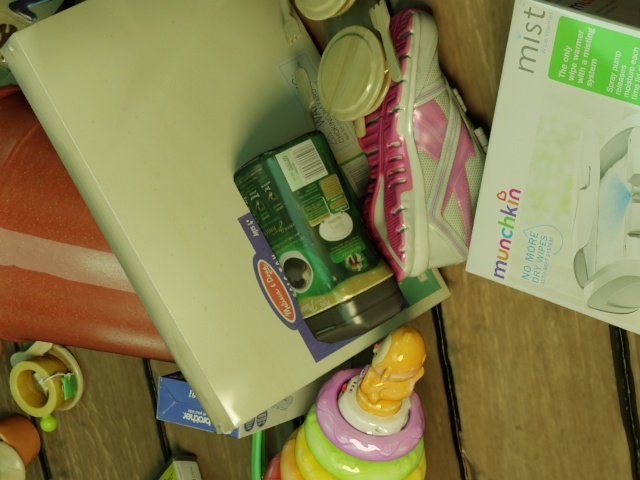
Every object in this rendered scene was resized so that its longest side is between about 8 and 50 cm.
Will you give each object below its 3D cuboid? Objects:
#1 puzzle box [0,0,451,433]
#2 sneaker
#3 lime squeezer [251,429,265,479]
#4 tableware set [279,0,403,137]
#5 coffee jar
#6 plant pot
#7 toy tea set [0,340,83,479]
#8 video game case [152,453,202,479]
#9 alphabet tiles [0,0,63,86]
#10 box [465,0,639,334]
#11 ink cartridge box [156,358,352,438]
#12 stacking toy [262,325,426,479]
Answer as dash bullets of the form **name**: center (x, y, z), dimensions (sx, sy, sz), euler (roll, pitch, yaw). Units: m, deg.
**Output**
- **puzzle box**: center (-0.082, -0.059, 1.592), dimensions (0.409, 0.272, 0.052), euler (61, 151, -1)
- **sneaker**: center (0.099, -0.087, 1.574), dimensions (0.103, 0.111, 0.252), euler (177, 92, -65)
- **lime squeezer**: center (-0.035, 0.307, 1.832), dimensions (0.110, 0.059, 0.310), euler (-25, 93, 37)
- **tableware set**: center (0.026, -0.197, 1.564), dimensions (0.128, 0.039, 0.194), euler (-34, 59, 40)
- **coffee jar**: center (0.000, 0.000, 1.532), dimensions (0.096, 0.079, 0.184), euler (-26, 90, 59)
- **plant pot**: center (-0.218, 0.001, 1.721), dimensions (0.265, 0.272, 0.272), euler (13, 115, 20)
- **toy tea set**: center (-0.391, 0.131, 1.951), dimensions (0.200, 0.124, 0.336), euler (-14, 100, 36)
- **video game case**: center (-0.183, 0.417, 1.900), dimensions (0.275, 0.035, 0.248), euler (-52, 43, 36)
- **alphabet tiles**: center (-0.427, -0.181, 1.783), dimensions (0.285, 0.011, 0.342), euler (29, 121, -27)
- **box**: center (0.268, -0.072, 1.449), dimensions (0.231, 0.127, 0.262), euler (21, 119, 23)
- **ink cartridge box**: center (-0.062, 0.146, 1.690), dimensions (0.097, 0.207, 0.046), euler (10, 101, 30)
- **stacking toy**: center (0.042, 0.187, 1.616), dimensions (0.165, 0.175, 0.302), euler (26, 135, 11)
